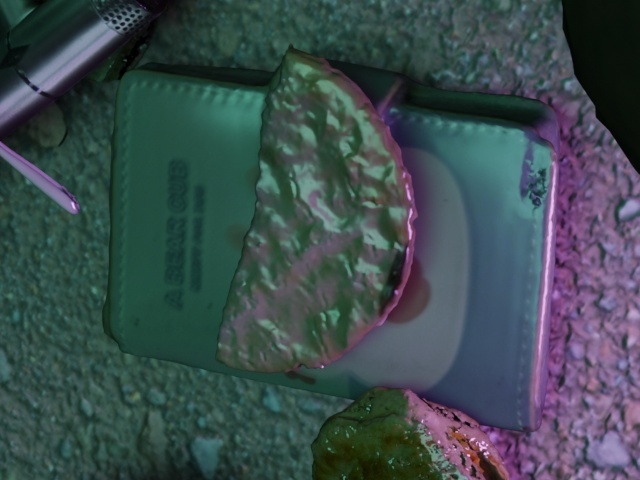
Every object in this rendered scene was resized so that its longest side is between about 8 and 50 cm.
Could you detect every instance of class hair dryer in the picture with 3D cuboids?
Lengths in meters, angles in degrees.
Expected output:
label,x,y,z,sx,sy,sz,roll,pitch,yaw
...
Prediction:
label,x,y,z,sx,sy,sz,roll,pitch,yaw
hair dryer,-0.283,-0.173,1.494,0.320,0.156,0.284,-42,54,21

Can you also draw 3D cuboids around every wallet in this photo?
label,x,y,z,sx,sy,sz,roll,pitch,yaw
wallet,0.005,-0.008,1.405,0.360,0.083,0.252,10,106,21

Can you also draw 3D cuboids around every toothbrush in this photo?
label,x,y,z,sx,sy,sz,roll,pitch,yaw
toothbrush,-0.250,-0.087,1.386,0.204,0.017,0.022,41,99,-19

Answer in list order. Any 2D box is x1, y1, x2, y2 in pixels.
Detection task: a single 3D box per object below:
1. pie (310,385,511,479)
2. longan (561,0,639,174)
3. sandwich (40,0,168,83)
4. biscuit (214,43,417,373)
label,x,y,z,sx,sy,sz,roll,pitch,yaw
pie,0.066,0.191,1.389,0.163,0.079,0.193,20,128,23
longan,0.323,-0.166,1.088,0.391,0.391,0.391,3,98,23
sandwich,-0.162,-0.171,1.475,0.105,0.036,0.093,-20,89,26
biscuit,0.003,-0.002,1.345,0.133,0.032,0.250,22,115,18
